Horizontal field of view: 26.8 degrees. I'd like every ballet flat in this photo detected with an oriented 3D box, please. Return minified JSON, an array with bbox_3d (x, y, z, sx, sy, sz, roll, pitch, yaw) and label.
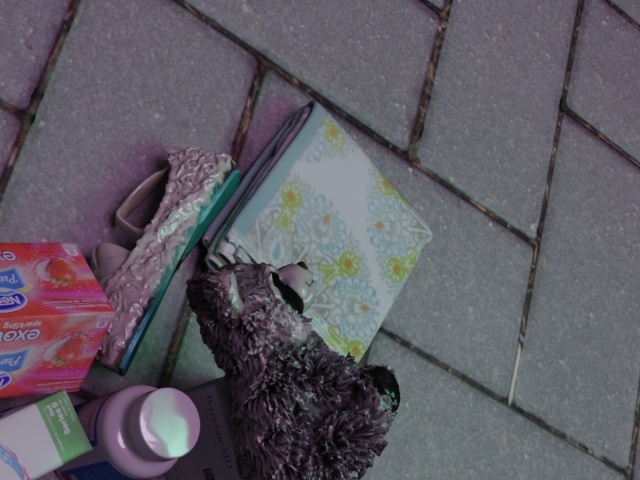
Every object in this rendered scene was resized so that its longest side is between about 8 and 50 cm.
[{"bbox_3d":[-0.252,0.017,1.942,0.147,0.147,0.409,44,50,-20],"label":"ballet flat"}]

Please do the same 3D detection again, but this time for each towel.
[{"bbox_3d":[0.000,0.000,2.164,0.320,0.090,0.374,49,51,-20],"label":"towel"}]

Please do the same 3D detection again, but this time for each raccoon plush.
[{"bbox_3d":[-0.093,0.234,1.696,0.299,0.216,0.446,34,57,-15],"label":"raccoon plush"}]

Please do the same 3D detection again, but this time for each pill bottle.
[{"bbox_3d":[-0.255,0.258,1.772,0.124,0.221,0.124,14,67,-36],"label":"pill bottle"}]

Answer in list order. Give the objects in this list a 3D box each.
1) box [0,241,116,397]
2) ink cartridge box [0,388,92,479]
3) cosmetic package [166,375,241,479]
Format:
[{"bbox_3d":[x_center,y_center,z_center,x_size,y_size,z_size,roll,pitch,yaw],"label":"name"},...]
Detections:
[{"bbox_3d":[-0.435,0.104,1.694,0.300,0.154,0.142,0,41,-40],"label":"box"},{"bbox_3d":[-0.420,0.276,1.676,0.212,0.154,0.093,-27,93,-41],"label":"ink cartridge box"},{"bbox_3d":[-0.123,0.268,1.903,0.151,0.184,0.151,-15,85,-42],"label":"cosmetic package"}]
